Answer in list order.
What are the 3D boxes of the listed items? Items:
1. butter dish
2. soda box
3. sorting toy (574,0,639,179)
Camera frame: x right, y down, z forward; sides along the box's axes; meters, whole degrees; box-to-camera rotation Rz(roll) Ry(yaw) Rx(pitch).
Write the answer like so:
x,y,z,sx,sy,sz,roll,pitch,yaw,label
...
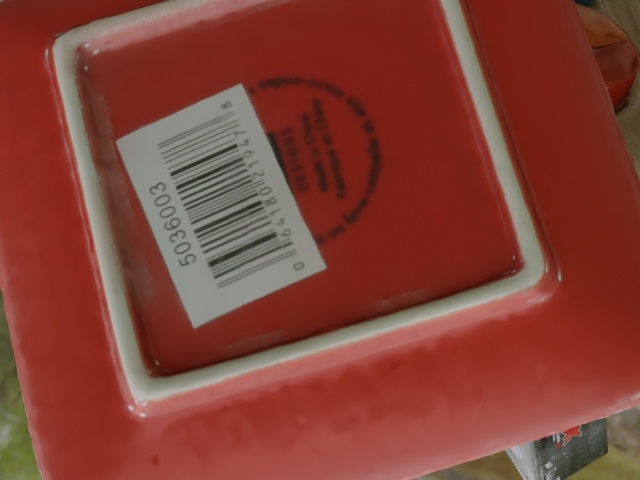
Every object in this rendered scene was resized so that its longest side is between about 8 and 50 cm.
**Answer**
x,y,z,sx,sy,sz,roll,pitch,yaw,label
0.000,0.000,0.441,0.159,0.160,0.118,-16,158,1,butter dish
0.138,0.094,0.986,0.053,0.060,0.169,55,172,29,soda box
0.017,-0.116,0.733,0.307,0.229,0.041,5,140,-17,sorting toy
